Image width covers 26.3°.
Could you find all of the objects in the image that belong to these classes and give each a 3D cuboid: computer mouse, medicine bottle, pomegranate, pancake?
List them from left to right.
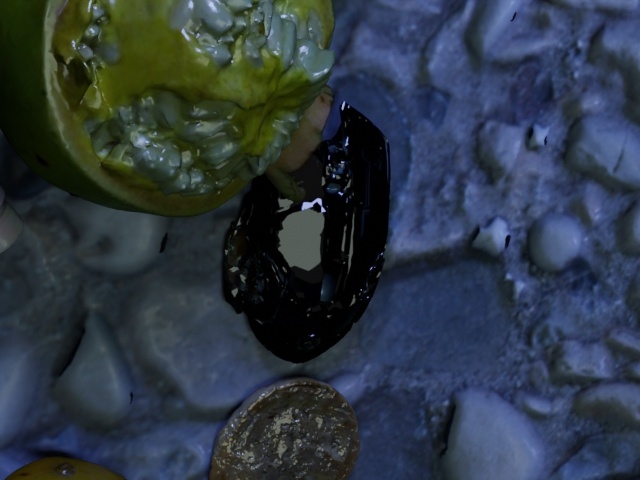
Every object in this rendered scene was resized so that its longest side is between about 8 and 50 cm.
[{"bbox_3d":[-0.265,-0.032,1.025,0.052,0.052,0.089,-40,122,-9],"label":"medicine bottle"},{"bbox_3d":[-0.098,-0.132,0.972,0.260,0.260,0.341,-51,140,-2],"label":"pomegranate"},{"bbox_3d":[-0.033,0.193,1.253,0.152,0.025,0.151,-11,114,-25],"label":"pancake"},{"bbox_3d":[0.000,0.000,1.167,0.147,0.077,0.241,-4,110,-29],"label":"computer mouse"}]

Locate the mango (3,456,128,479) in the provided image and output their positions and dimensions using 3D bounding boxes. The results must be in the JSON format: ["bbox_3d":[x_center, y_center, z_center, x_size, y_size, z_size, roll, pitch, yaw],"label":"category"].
[{"bbox_3d":[-0.191,0.286,1.150,0.156,0.114,0.251,-44,122,-15],"label":"mango"}]
